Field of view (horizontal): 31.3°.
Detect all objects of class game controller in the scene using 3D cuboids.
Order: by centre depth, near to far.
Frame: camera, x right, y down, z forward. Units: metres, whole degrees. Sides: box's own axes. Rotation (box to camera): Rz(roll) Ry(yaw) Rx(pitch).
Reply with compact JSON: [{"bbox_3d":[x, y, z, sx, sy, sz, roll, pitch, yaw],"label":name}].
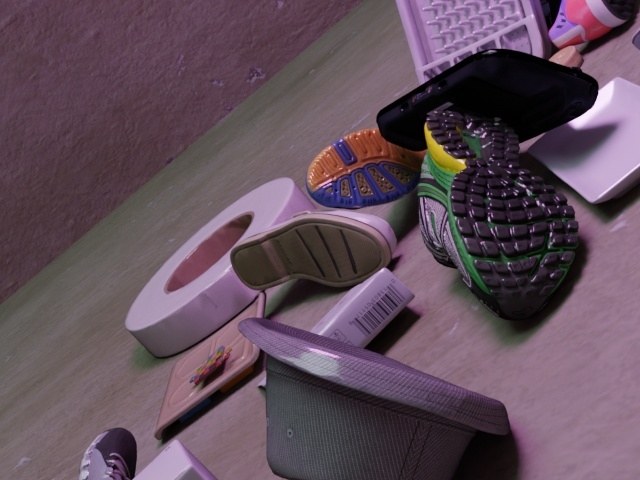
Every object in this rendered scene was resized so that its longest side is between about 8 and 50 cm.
[{"bbox_3d":[0.198,-0.164,1.429,0.319,0.166,0.067,-24,47,63],"label":"game controller"}]

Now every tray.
[{"bbox_3d":[0.331,-0.112,1.300,0.145,0.030,0.270,-38,16,7],"label":"tray"}]

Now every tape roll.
[{"bbox_3d":[-0.173,0.043,1.981,0.392,0.072,0.392,-37,17,13],"label":"tape roll"}]

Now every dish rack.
[{"bbox_3d":[0.238,-0.387,1.809,0.072,0.332,0.285,-17,0,-34],"label":"dish rack"}]

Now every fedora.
[{"bbox_3d":[0.032,0.161,1.004,0.275,0.244,0.124,12,83,60],"label":"fedora"}]

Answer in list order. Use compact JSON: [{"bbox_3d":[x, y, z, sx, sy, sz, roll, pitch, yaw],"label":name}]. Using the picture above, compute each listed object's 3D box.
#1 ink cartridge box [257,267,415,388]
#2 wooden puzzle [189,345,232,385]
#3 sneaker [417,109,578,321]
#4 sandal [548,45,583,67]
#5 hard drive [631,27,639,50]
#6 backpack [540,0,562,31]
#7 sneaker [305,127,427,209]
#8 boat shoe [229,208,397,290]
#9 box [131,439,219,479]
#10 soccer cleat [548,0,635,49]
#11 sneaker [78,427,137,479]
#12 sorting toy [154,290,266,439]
[{"bbox_3d":[0.012,0.127,1.404,0.189,0.066,0.232,-45,-5,-12],"label":"ink cartridge box"},{"bbox_3d":[-0.152,0.171,1.573,0.083,0.006,0.049,-41,15,15],"label":"wooden puzzle"},{"bbox_3d":[0.185,-0.012,1.254,0.343,0.134,0.146,-97,14,-60],"label":"sneaker"},{"bbox_3d":[0.274,-0.211,1.608,0.240,0.079,0.088,-48,17,-23],"label":"sandal"},{"bbox_3d":[0.530,-0.382,1.444,0.307,0.040,0.203,-47,-3,-24],"label":"hard drive"},{"bbox_3d":[0.354,-0.435,1.853,0.158,0.173,0.117,-41,16,2],"label":"backpack"},{"bbox_3d":[0.100,-0.104,1.627,0.296,0.112,0.131,-23,-9,-26],"label":"sneaker"},{"bbox_3d":[0.000,0.000,1.613,0.302,0.113,0.103,-6,23,46],"label":"boat shoe"},{"bbox_3d":[-0.157,0.291,1.246,0.102,0.087,0.101,-43,16,-7],"label":"box"},{"bbox_3d":[0.423,-0.400,1.735,0.116,0.108,0.318,-33,20,40],"label":"soccer cleat"},{"bbox_3d":[-0.242,0.316,1.415,0.132,0.086,0.228,-25,32,31],"label":"sneaker"},{"bbox_3d":[-0.149,0.180,1.635,0.208,0.038,0.193,-41,15,15],"label":"sorting toy"}]
